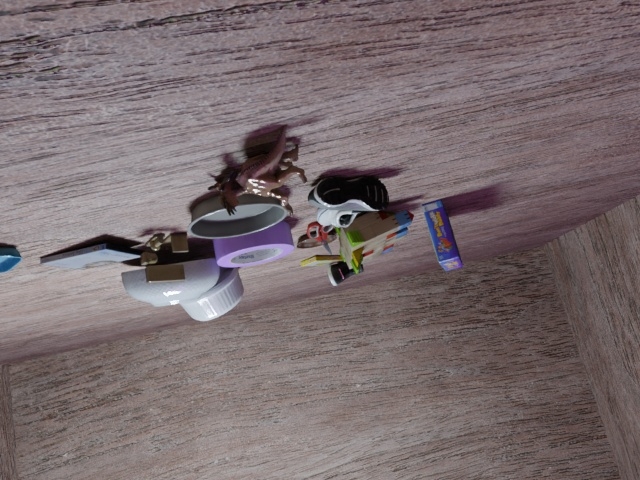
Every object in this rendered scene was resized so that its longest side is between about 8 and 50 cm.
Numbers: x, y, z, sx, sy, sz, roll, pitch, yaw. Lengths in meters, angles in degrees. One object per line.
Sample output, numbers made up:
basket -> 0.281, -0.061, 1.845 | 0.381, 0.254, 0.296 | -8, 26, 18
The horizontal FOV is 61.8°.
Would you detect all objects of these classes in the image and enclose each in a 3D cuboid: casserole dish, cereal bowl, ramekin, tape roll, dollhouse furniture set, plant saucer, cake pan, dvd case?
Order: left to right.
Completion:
casserole dish -> -0.915, 0.056, 1.495 | 0.189, 0.036, 0.114 | -25, 162, 39
dvd case -> -0.706, 0.053, 1.670 | 0.253, 0.022, 0.180 | -12, 167, 17
dollhouse furniture set -> -0.506, 0.069, 1.704 | 0.144, 0.151, 0.123 | -1, 163, -38
cereal bowl -> -0.521, 0.151, 1.901 | 0.339, 0.141, 0.339 | -10, 180, 0
ramekin -> -0.429, 0.205, 2.115 | 0.273, 0.127, 0.272 | -22, -159, 9
cake pan -> -0.243, -0.076, 1.560 | 0.294, 0.054, 0.293 | -12, 167, -3
tape roll -> -0.234, 0.014, 1.877 | 0.275, 0.090, 0.275 | -12, 166, -3
plant saucer -> -0.017, -0.005, 2.136 | 0.169, 0.029, 0.168 | -13, 166, -3

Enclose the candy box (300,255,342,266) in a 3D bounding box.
candy box -> 0.009, 0.101, 2.612 | 0.105, 0.027, 0.206 | -25, 163, 38

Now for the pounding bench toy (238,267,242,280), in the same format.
pounding bench toy -> -0.399, 0.156, 2.359 | 0.083, 0.065, 0.052 | -5, 166, -30

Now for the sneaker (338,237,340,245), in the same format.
sneaker -> 0.141, 0.018, 2.304 | 0.084, 0.069, 0.185 | -12, 169, 17

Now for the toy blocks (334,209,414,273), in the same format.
toy blocks -> 0.212, -0.021, 2.041 | 0.261, 0.190, 0.381 | -24, 163, -7

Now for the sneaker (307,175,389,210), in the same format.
sneaker -> 0.086, -0.134, 1.581 | 0.272, 0.100, 0.108 | 2, 171, -30

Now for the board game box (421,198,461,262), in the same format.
board game box -> 0.500, -0.012, 2.166 | 0.078, 0.233, 0.347 | -17, 166, 15

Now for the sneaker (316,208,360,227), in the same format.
sneaker -> 0.055, -0.083, 1.740 | 0.094, 0.091, 0.258 | -8, 166, -20

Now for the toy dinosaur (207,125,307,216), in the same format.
toy dinosaur -> -0.150, -0.144, 1.235 | 0.201, 0.127, 0.295 | -2, 159, -17

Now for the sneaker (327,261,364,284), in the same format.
sneaker -> 0.134, 0.146, 2.714 | 0.147, 0.104, 0.296 | -21, -178, 19

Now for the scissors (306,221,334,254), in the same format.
scissors -> 0.000, 0.000, 2.065 | 0.109, 0.021, 0.297 | -17, 155, -9
